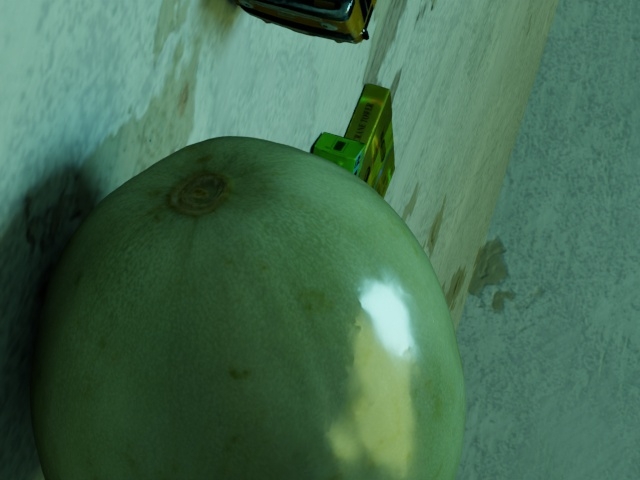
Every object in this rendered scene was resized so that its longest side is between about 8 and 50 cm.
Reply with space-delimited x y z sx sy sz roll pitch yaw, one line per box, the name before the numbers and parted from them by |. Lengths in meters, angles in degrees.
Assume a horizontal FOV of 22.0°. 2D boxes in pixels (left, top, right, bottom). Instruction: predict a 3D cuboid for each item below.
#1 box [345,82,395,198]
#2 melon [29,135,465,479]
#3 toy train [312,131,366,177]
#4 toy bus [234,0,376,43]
box | 0.045 -0.069 1.731 0.193 0.030 0.121 81 28 -68
melon | -0.040 0.089 0.953 0.308 0.272 0.272 -64 177 41
toy train | 0.000 0.000 1.573 0.042 0.044 0.209 -56 160 -57
toy bus | 0.009 -0.235 1.112 0.114 0.098 0.201 62 45 -75
